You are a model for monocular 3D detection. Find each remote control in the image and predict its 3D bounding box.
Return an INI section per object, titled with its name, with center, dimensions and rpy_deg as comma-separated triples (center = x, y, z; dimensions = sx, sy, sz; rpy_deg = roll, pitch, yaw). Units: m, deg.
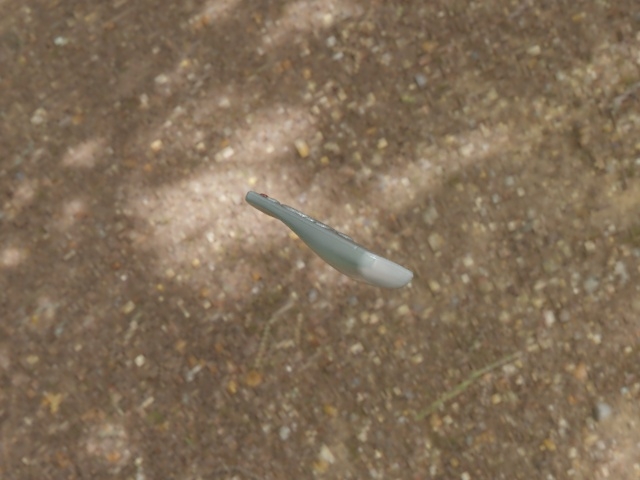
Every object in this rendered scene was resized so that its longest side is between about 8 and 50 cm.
[remote control]
center = 0.000, 0.000, 0.877
dimensions = 0.184, 0.050, 0.027
rpy_deg = 29, 92, 53
